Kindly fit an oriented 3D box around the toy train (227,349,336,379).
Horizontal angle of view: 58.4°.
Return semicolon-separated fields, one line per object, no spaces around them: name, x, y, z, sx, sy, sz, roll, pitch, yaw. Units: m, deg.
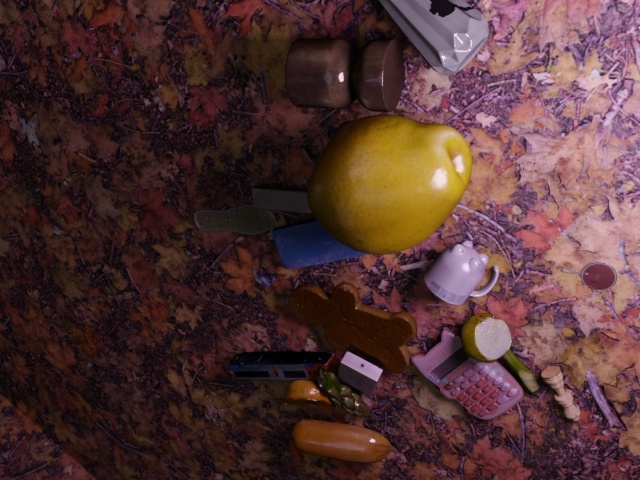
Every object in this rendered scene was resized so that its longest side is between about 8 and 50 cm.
toy train;-0.131;0.442;2.008;0.410;0.086;0.089;-6;110;27

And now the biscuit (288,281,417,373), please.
biscuit;0.099;0.245;1.821;0.433;0.064;0.282;20;129;19

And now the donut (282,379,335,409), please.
donut;-0.035;0.529;1.965;0.190;0.074;0.174;18;151;-24

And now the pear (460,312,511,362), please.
pear;0.462;0.276;1.635;0.141;0.141;0.104;59;163;-8

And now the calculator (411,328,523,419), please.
calculator;0.453;0.415;1.743;0.330;0.048;0.220;41;122;1

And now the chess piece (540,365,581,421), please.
chess piece;0.693;0.442;1.634;0.060;0.060;0.171;-25;102;32

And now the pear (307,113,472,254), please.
pear;0.165;-0.142;1.445;0.419;0.362;0.362;-13;106;35

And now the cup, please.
cup;0.395;0.093;1.572;0.174;0.134;0.141;36;121;8

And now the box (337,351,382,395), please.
box;0.128;0.436;1.875;0.129;0.051;0.130;26;147;13

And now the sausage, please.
sausage;0.075;0.710;2.018;0.354;0.116;0.134;1;103;21

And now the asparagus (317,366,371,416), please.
asparagus;0.076;0.522;1.916;0.080;0.080;0.287;-29;124;32

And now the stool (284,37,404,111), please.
stool;0.062;-0.425;1.471;0.265;0.179;0.179;8;115;23

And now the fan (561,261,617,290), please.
fan;0.702;0.090;1.499;0.134;0.005;0.085;10;117;20

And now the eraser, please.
eraser;0.000;0.000;1.772;0.312;0.042;0.144;-11;107;29

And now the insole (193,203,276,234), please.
insole;-0.289;-0.068;1.903;0.323;0.007;0.109;1;112;24

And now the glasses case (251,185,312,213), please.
glasses case;-0.112;-0.127;1.767;0.205;0.047;0.070;6;110;24

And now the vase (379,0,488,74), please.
vase;0.226;-0.557;1.358;0.360;0.165;0.165;45;123;7

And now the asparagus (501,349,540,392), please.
asparagus;0.576;0.374;1.666;0.178;0.041;0.045;48;131;-2
